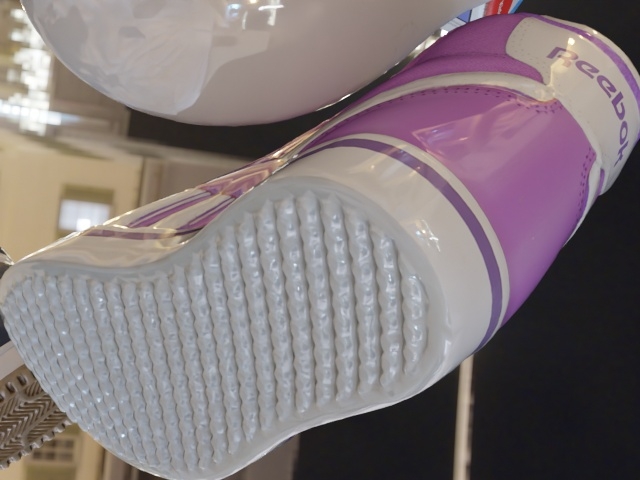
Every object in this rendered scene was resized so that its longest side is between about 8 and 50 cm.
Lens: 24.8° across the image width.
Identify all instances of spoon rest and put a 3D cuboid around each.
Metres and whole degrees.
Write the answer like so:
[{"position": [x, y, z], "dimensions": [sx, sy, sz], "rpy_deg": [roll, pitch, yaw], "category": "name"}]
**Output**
[{"position": [0.019, -0.118, 0.557], "dimensions": [0.137, 0.276, 0.084], "rpy_deg": [58, -24, 27], "category": "spoon rest"}]

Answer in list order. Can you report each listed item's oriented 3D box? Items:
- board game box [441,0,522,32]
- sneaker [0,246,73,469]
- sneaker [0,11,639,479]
[{"position": [-0.016, -0.275, 0.655], "dimensions": [0.086, 0.308, 0.302], "rpy_deg": [-52, 164, -28], "category": "board game box"}, {"position": [-0.290, 0.104, 0.920], "dimensions": [0.153, 0.282, 0.099], "rpy_deg": [48, -21, 33], "category": "sneaker"}, {"position": [0.001, 0.001, 0.530], "dimensions": [0.282, 0.161, 0.102], "rpy_deg": [-15, -69, 51], "category": "sneaker"}]
